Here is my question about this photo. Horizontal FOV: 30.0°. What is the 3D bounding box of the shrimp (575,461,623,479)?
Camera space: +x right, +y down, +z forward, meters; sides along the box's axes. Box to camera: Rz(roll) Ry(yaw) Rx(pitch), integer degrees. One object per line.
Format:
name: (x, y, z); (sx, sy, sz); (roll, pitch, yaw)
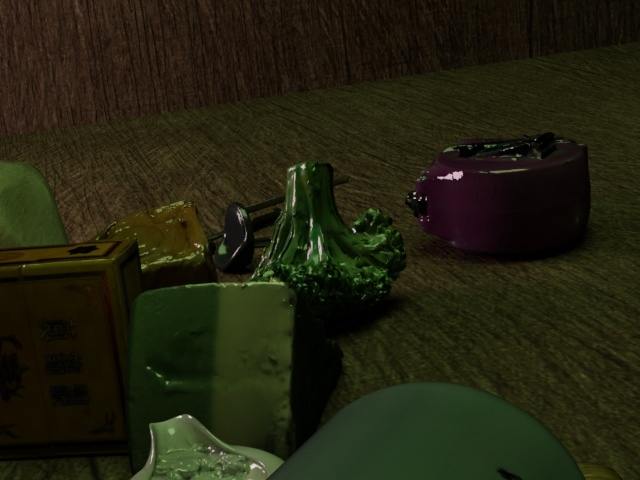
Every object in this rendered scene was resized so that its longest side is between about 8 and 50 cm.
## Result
shrimp: (0.133, 0.222, 0.841); (0.198, 0.051, 0.262); (-13, 13, 4)

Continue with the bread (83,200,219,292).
bread: (-0.184, 0.056, 1.328); (0.149, 0.143, 0.158); (-16, 28, -16)

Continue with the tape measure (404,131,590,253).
tape measure: (0.248, -0.072, 1.644); (0.245, 0.149, 0.231); (2, 16, 27)

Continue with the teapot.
teapot: (-0.077, 0.208, 0.877); (0.145, 0.092, 0.226); (-16, 19, -24)

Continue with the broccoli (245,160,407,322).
broccoli: (0.000, 0.000, 1.411); (0.219, 0.194, 0.194); (-7, 14, -23)

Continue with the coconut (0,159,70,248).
coconut: (-0.394, 0.024, 1.321); (0.237, 0.237, 0.266); (8, 63, 42)

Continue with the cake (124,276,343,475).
cake: (-0.070, 0.095, 1.144); (0.158, 0.172, 0.283); (0, 14, 13)

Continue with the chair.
chair: (-0.049, -0.025, 1.698); (0.221, 0.095, 0.104); (-14, 5, -23)

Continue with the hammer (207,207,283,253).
hammer: (-0.132, -0.018, 1.844); (0.078, 0.021, 0.201); (7, 20, 40)

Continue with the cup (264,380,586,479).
cup: (0.030, 0.205, 0.630); (0.205, 0.205, 0.312); (1, 17, 24)

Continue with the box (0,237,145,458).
box: (-0.315, 0.107, 1.145); (0.301, 0.193, 0.084); (-4, 16, 8)
